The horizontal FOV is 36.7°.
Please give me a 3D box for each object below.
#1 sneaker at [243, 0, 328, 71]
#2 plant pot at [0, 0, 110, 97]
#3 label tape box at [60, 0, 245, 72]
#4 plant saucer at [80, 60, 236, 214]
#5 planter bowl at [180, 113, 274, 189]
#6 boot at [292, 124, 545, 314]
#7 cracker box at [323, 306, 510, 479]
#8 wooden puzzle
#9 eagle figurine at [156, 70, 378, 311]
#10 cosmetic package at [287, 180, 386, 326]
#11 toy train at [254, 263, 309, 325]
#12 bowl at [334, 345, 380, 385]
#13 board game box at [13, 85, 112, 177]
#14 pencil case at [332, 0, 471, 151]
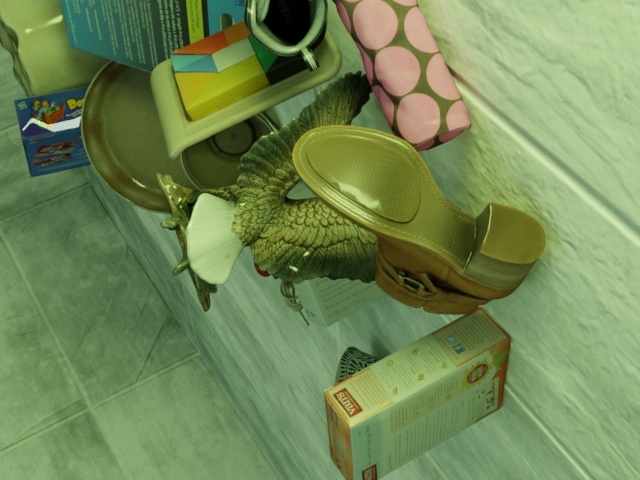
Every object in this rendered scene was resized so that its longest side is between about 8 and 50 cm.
[{"bbox_3d":[-0.061,-0.303,1.013,0.269,0.101,0.153,61,-174,-27],"label":"sneaker"},{"bbox_3d":[-0.448,-0.416,1.830,0.334,0.305,0.334,53,159,30],"label":"plant pot"},{"bbox_3d":[-0.247,-0.390,1.542,0.347,0.115,0.249,17,142,12],"label":"label tape box"},{"bbox_3d":[-0.275,-0.200,1.737,0.050,0.310,0.311,-74,-34,-69],"label":"plant saucer"},{"bbox_3d":[-0.149,-0.161,1.621,0.109,0.162,0.162,-92,-14,-65],"label":"planter bowl"},{"bbox_3d":[0.089,-0.010,1.064,0.283,0.109,0.220,19,158,-3],"label":"boot"},{"bbox_3d":[0.120,0.198,1.197,0.067,0.232,0.156,50,157,37],"label":"cracker box"},{"bbox_3d":[-0.105,-0.217,1.197,0.044,0.238,0.221,58,-175,-38],"label":"wooden puzzle"},{"bbox_3d":[-0.038,-0.055,1.156,0.226,0.298,0.225,69,-173,-65],"label":"eagle figurine"},{"bbox_3d":[0.000,0.000,1.456,0.231,0.117,0.085,67,161,-12],"label":"cosmetic package"},{"bbox_3d":[-0.042,0.017,1.641,0.248,0.105,0.143,63,149,4],"label":"toy train"},{"bbox_3d":[0.085,0.261,1.580,0.080,0.170,0.170,0,125,21],"label":"bowl"},{"bbox_3d":[-0.409,-0.230,1.890,0.233,0.347,0.078,133,121,-70],"label":"board game box"},{"bbox_3d":[0.079,-0.195,1.027,0.098,0.095,0.209,-164,51,-84],"label":"pencil case"}]
